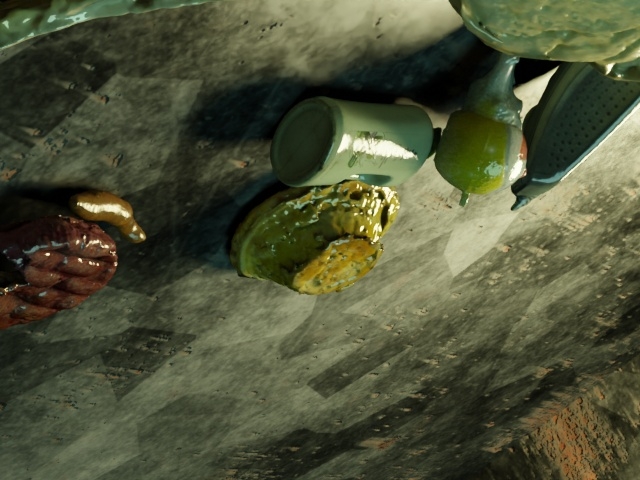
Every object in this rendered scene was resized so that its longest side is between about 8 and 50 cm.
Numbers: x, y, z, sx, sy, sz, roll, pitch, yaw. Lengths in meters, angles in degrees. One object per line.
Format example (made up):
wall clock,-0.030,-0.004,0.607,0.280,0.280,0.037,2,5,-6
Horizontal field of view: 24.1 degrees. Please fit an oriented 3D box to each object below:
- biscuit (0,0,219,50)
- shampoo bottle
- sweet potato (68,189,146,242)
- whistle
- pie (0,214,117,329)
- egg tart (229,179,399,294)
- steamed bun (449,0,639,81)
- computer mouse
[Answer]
biscuit,-0.189,-0.206,1.275,0.309,0.040,0.204,-12,-163,14
shampoo bottle,0.058,-0.115,1.804,0.234,0.087,0.118,-1,139,-47
sweet potato,-0.237,-0.032,1.691,0.044,0.044,0.179,-35,162,10
whistle,0.213,-0.145,1.830,0.123,0.123,0.223,7,104,-53
pie,-0.330,0.038,1.666,0.219,0.054,0.204,-23,160,8
egg tart,0.000,0.000,1.941,0.241,0.106,0.241,-21,154,-11
steamed bun,0.284,-0.315,1.493,0.372,0.230,0.325,21,154,-23
computer mouse,0.352,-0.190,1.911,0.371,0.122,0.188,-47,175,7
